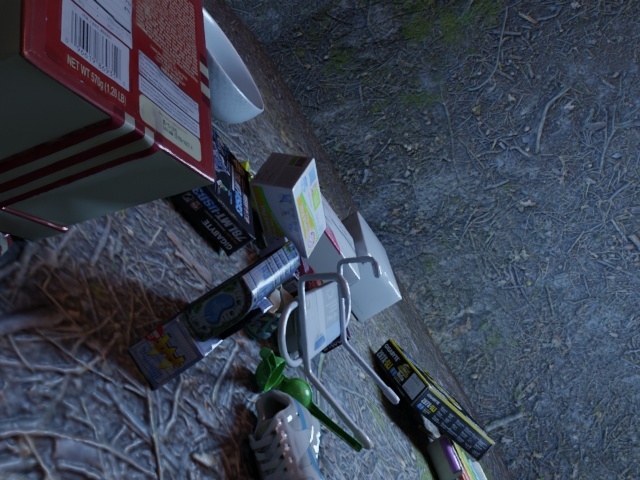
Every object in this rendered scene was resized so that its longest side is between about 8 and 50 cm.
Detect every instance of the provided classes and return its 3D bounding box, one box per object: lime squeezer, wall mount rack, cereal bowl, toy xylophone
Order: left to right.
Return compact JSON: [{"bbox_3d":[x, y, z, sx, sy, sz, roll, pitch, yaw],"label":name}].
[{"bbox_3d":[-0.289,-0.423,1.373,0.339,0.141,0.339,54,12,-17],"label":"cereal bowl"},{"bbox_3d":[-0.034,0.229,0.862,0.310,0.109,0.059,56,47,-39],"label":"lime squeezer"},{"bbox_3d":[0.051,0.194,1.053,0.350,0.130,0.304,-17,102,-67],"label":"wall mount rack"},{"bbox_3d":[0.385,0.637,1.613,0.322,0.081,0.236,44,18,-52],"label":"toy xylophone"}]

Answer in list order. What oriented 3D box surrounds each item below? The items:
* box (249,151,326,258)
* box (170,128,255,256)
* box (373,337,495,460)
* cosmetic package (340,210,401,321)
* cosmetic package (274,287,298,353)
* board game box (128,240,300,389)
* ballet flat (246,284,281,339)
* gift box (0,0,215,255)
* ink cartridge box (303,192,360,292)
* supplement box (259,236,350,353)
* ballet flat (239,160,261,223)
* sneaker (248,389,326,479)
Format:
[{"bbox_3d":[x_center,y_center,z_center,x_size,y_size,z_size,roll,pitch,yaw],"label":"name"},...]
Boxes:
[{"bbox_3d":[-0.066,-0.074,1.232,0.203,0.103,0.114,79,31,-43],"label":"box"},{"bbox_3d":[-0.240,-0.157,1.054,0.293,0.073,0.296,53,12,-31],"label":"box"},{"bbox_3d":[0.316,0.444,1.584,0.322,0.079,0.257,43,0,-25],"label":"box"},{"bbox_3d":[0.126,0.071,1.809,0.197,0.155,0.366,54,13,-18],"label":"cosmetic package"},{"bbox_3d":[-0.066,0.150,1.068,0.060,0.041,0.115,48,16,-49],"label":"cosmetic package"},{"bbox_3d":[-0.128,0.094,0.686,0.060,0.194,0.194,56,26,-4],"label":"board game box"},{"bbox_3d":[-0.094,0.102,1.001,0.070,0.070,0.188,52,12,-28],"label":"ballet flat"},{"bbox_3d":[-0.263,-0.135,0.468,0.255,0.258,0.277,42,39,-60],"label":"gift box"},{"bbox_3d":[0.000,0.000,1.550,0.207,0.117,0.283,54,12,-20],"label":"ink cartridge box"},{"bbox_3d":[-0.033,0.120,1.212,0.239,0.073,0.130,52,13,-34],"label":"supplement box"},{"bbox_3d":[-0.133,-0.090,1.319,0.231,0.077,0.077,53,11,-24],"label":"ballet flat"},{"bbox_3d":[-0.049,0.283,0.715,0.092,0.087,0.229,47,7,-17],"label":"sneaker"}]
